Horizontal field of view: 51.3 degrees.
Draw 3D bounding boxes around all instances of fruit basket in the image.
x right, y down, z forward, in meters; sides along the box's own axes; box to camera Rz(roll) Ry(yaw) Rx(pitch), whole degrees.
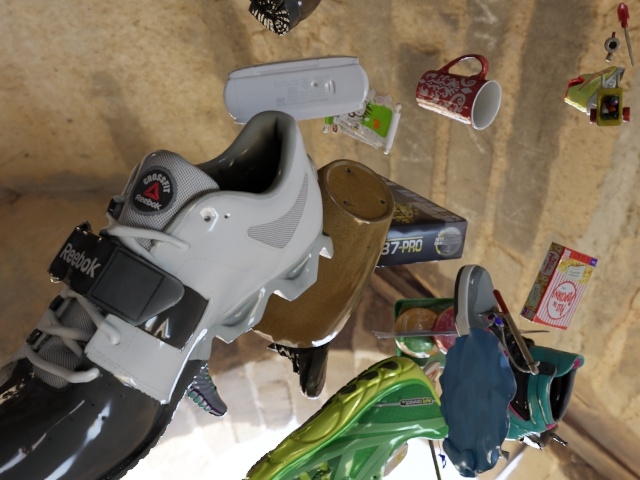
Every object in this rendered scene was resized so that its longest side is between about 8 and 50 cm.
[{"bbox_3d":[0.278,0.209,1.423,0.353,0.326,0.166,38,50,-88],"label":"fruit basket"}]

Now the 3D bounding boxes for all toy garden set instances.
[{"bbox_3d":[0.581,-0.306,1.160,0.203,0.049,0.245,3,-72,23],"label":"toy garden set"}]

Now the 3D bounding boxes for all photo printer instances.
[{"bbox_3d":[-0.044,-0.297,1.289,0.307,0.255,0.107,-94,178,-74],"label":"photo printer"}]

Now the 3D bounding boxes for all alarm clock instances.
[{"bbox_3d":[0.350,0.318,1.224,0.129,0.064,0.192,41,-8,-29],"label":"alarm clock"}]

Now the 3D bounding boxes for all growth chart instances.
[{"bbox_3d":[0.105,-0.328,1.751,0.237,0.021,0.172,26,-47,28],"label":"growth chart"}]

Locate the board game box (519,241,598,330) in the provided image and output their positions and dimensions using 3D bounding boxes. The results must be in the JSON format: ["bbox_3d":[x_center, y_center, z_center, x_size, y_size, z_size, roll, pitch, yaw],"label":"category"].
[{"bbox_3d":[0.576,0.112,1.610,0.045,0.146,0.194,32,-76,52],"label":"board game box"}]

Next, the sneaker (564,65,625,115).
[{"bbox_3d":[0.575,-0.327,1.406,0.094,0.208,0.082,24,-54,25],"label":"sneaker"}]

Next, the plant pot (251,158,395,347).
[{"bbox_3d":[0.000,0.000,1.031,0.237,0.237,0.254,50,-47,13],"label":"plant pot"}]

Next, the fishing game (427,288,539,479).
[{"bbox_3d":[0.201,0.204,0.846,0.189,0.041,0.264,-101,-155,-53],"label":"fishing game"}]

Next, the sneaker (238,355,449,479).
[{"bbox_3d":[0.005,0.242,0.660,0.123,0.295,0.109,50,-2,9],"label":"sneaker"}]

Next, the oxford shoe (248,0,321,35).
[{"bbox_3d":[-0.086,-0.363,0.834,0.227,0.096,0.083,48,-23,0],"label":"oxford shoe"}]

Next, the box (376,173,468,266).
[{"bbox_3d":[0.073,-0.054,1.442,0.395,0.318,0.097,-140,-128,-59],"label":"box"}]

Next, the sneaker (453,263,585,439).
[{"bbox_3d":[0.324,0.174,1.073,0.178,0.123,0.296,-14,-94,39],"label":"sneaker"}]

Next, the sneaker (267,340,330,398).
[{"bbox_3d":[-0.046,0.201,1.215,0.228,0.130,0.087,-85,180,-60],"label":"sneaker"}]

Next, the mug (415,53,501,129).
[{"bbox_3d":[0.322,-0.348,1.540,0.169,0.150,0.113,27,2,39],"label":"mug"}]

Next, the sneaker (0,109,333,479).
[{"bbox_3d":[-0.116,0.023,0.424,0.122,0.330,0.146,19,-45,28],"label":"sneaker"}]

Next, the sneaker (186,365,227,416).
[{"bbox_3d":[-0.292,0.348,1.658,0.224,0.098,0.083,46,-4,-25],"label":"sneaker"}]

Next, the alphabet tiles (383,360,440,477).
[{"bbox_3d":[0.106,0.328,1.108,0.021,0.278,0.284,34,-38,31],"label":"alphabet tiles"}]
